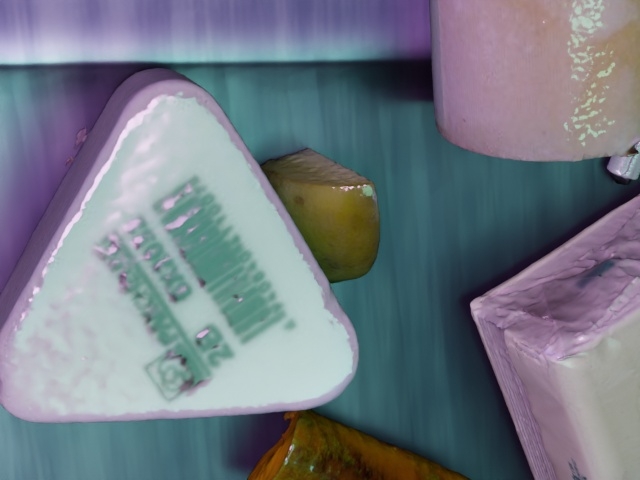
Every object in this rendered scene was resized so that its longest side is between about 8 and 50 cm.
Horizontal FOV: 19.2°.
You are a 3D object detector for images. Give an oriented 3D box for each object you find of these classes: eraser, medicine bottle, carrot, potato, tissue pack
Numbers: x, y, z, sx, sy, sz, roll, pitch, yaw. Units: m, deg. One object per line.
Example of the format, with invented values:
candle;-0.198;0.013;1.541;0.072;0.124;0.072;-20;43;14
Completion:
eraser;-0.110;0.044;1.707;0.331;0.150;0.331;-3;102;-14
medicine bottle;0.213;-0.298;1.748;0.236;0.236;0.406;-14;114;-24
carrot;0.059;0.262;1.945;0.302;0.114;0.114;29;92;-30
potato;0.000;0.000;1.806;0.081;0.120;0.149;-22;116;-22
tissue pack;0.363;0.166;2.018;0.297;0.207;0.380;-34;121;-16

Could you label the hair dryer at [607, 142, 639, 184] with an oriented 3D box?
hair dryer;0.343;-0.169;1.981;0.131;0.073;0.236;9;112;-30
